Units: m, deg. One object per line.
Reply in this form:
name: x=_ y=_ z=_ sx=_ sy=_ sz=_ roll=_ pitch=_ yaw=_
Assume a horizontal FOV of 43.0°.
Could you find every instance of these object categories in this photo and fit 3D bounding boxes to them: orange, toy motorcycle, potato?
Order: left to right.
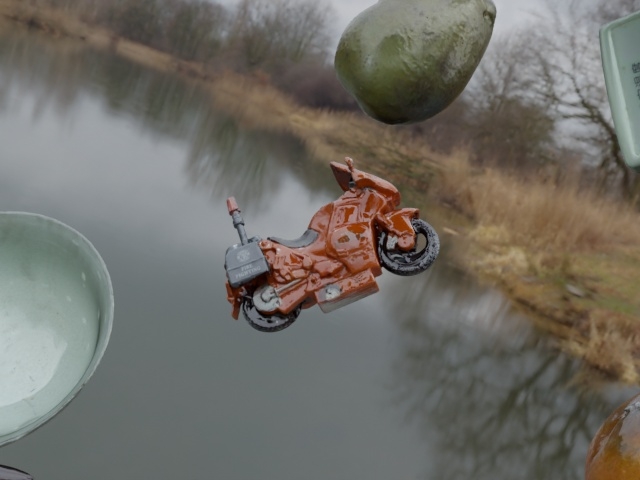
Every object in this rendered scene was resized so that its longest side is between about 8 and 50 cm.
toy motorcycle: x=0.000 y=0.000 z=1.227 sx=0.147 sy=0.326 sz=0.221 roll=62 pitch=6 yaw=-62
potato: x=0.138 y=-0.269 z=1.110 sx=0.174 sy=0.251 sz=0.159 roll=48 pitch=-7 yaw=-8
orange: x=0.383 y=0.247 z=0.874 sx=0.170 sy=0.224 sz=0.224 roll=56 pitch=14 yaw=3

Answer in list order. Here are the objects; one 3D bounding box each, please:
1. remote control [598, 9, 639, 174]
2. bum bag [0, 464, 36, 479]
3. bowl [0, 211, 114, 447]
remote control: x=0.395 y=-0.164 z=0.628 sx=0.344 sy=0.145 sz=0.050 roll=-18 pitch=-19 yaw=38
bum bag: x=-0.246 y=0.123 z=0.478 sx=0.109 sy=0.026 sz=0.159 roll=26 pitch=-15 yaw=-38
bowl: x=-0.389 y=0.131 z=0.995 sx=0.314 sy=0.313 sz=0.146 roll=25 pitch=-27 yaw=18
